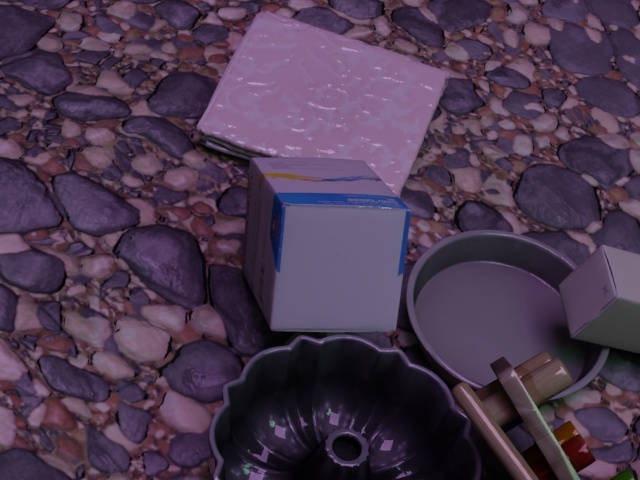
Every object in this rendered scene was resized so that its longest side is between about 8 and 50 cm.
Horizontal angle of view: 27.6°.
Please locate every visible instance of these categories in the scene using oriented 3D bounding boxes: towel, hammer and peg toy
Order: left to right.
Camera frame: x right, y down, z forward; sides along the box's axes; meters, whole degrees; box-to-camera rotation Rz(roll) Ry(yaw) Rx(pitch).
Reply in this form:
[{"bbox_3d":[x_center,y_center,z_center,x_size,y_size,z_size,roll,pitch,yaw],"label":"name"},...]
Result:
[{"bbox_3d":[0.008,-0.209,2.027,0.332,0.053,0.317,20,50,4],"label":"towel"},{"bbox_3d":[0.270,0.247,1.486,0.127,0.361,0.266,-31,84,4],"label":"hammer and peg toy"}]

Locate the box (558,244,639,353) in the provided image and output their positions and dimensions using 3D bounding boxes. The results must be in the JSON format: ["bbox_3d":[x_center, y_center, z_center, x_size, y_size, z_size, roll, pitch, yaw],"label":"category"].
[{"bbox_3d":[0.475,0.097,1.796,0.275,0.113,0.094,15,48,-25],"label":"box"}]

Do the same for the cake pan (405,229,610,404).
[{"bbox_3d":[0.257,0.112,1.816,0.293,0.054,0.293,7,50,-8],"label":"cake pan"}]

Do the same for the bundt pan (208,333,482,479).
[{"bbox_3d":[0.020,0.281,1.575,0.331,0.124,0.331,7,49,-8],"label":"bundt pan"}]

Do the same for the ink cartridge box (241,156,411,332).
[{"bbox_3d":[0.000,0.000,1.713,0.168,0.171,0.232,1,19,-14],"label":"ink cartridge box"}]
